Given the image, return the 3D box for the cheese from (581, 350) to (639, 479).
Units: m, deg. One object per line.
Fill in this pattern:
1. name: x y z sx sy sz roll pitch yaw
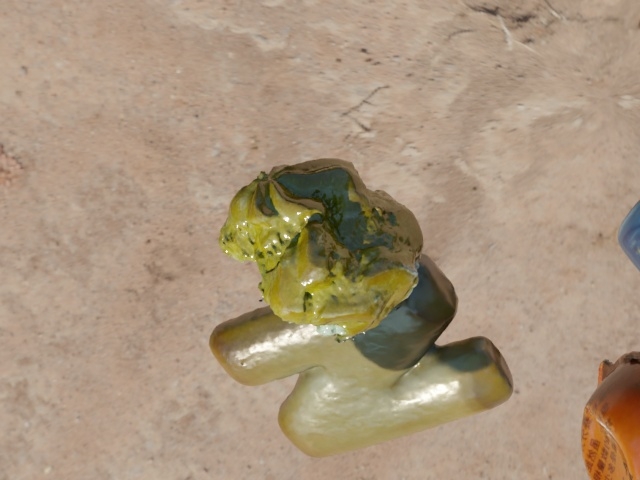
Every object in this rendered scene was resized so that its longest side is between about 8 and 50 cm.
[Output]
1. cheese: 0.375 0.240 0.969 0.129 0.329 0.217 -12 117 -13

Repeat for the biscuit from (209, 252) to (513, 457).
1. biscuit: 0.044 0.140 1.054 0.291 0.062 0.237 -20 123 26

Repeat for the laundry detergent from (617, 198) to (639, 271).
1. laundry detergent: 0.490 0.062 1.153 0.290 0.094 0.143 61 146 30

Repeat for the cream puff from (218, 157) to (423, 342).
1. cream puff: -0.001 -0.001 0.732 0.156 0.156 0.121 42 107 7
